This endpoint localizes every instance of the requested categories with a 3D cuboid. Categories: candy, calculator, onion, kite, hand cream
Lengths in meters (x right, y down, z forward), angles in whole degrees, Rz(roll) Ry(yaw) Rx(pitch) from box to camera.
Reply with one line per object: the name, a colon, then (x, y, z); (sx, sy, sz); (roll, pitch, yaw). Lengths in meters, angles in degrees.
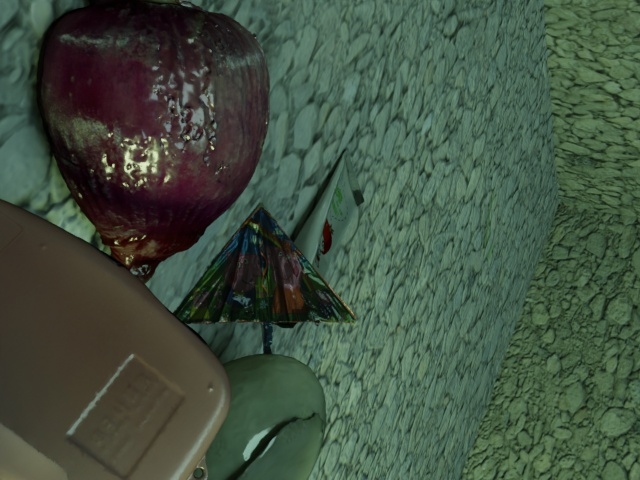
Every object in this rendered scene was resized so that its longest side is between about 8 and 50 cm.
candy: (-0.114, 0.280, 0.925); (0.295, 0.185, 0.295); (-39, 151, -27)
calculator: (-0.224, 0.108, 0.591); (0.330, 0.048, 0.220); (39, 55, -9)
onion: (-0.152, -0.090, 0.747); (0.267, 0.159, 0.348); (-19, 116, -53)
kite: (-0.075, 0.058, 1.004); (0.321, 0.016, 0.233); (5, 72, -38)
hand cream: (0.000, 0.000, 1.150); (0.121, 0.076, 0.336); (72, 35, -43)
